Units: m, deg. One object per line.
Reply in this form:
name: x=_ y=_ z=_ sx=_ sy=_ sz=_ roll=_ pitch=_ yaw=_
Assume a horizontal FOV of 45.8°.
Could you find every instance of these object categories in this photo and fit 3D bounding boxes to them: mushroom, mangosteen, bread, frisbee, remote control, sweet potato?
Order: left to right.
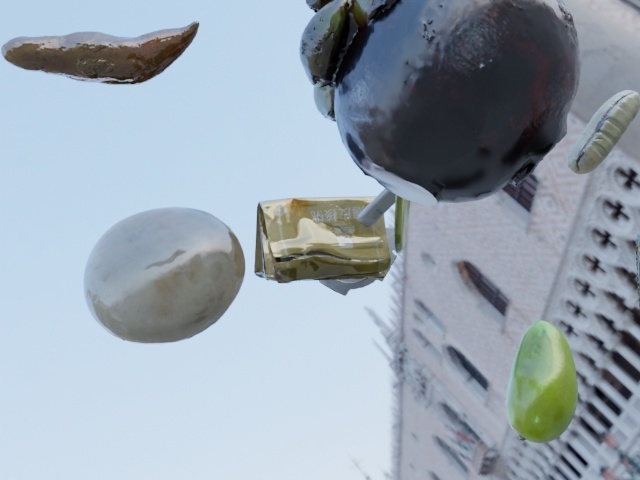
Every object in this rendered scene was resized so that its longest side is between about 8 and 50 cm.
sweet potato: x=-0.388 y=-0.331 z=1.380 sx=0.355 sy=0.095 sz=0.106 roll=-13 pitch=-54 yaw=-23
mushroom: x=-0.343 y=0.094 z=1.711 sx=0.362 sy=0.362 sz=0.294 roll=-28 pitch=-47 yaw=-22
remote control: x=0.183 y=-0.132 z=1.721 sx=0.261 sy=0.029 sz=0.067 roll=-45 pitch=-26 yaw=8
frisbee: x=0.164 y=-0.090 z=1.488 sx=0.236 sy=0.017 sz=0.235 roll=5 pitch=-90 yaw=-81
mangosteen: x=0.164 y=-0.236 z=1.138 sx=0.381 sy=0.422 sz=0.380 roll=12 pitch=-90 yaw=-79
bread: x=0.583 y=-0.227 z=1.553 sx=0.214 sy=0.073 sz=0.053 roll=-52 pitch=-4 yaw=-3

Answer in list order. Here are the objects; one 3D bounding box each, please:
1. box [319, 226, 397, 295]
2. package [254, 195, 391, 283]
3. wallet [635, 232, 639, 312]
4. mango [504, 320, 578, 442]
box: x=0.112 y=0.032 z=2.264 sx=0.292 sy=0.262 sz=0.206 roll=-12 pitch=1 yaw=4
package: x=0.010 y=0.016 z=1.835 sx=0.312 sy=0.165 sz=0.221 roll=-2 pitch=-67 yaw=-19
wallet: x=0.645 y=0.077 z=1.143 sx=0.077 sy=0.310 sz=0.223 roll=6 pitch=-98 yaw=-46
mango: x=0.490 y=0.320 z=1.677 sx=0.273 sy=0.149 sz=0.185 roll=-68 pitch=-20 yaw=-44
